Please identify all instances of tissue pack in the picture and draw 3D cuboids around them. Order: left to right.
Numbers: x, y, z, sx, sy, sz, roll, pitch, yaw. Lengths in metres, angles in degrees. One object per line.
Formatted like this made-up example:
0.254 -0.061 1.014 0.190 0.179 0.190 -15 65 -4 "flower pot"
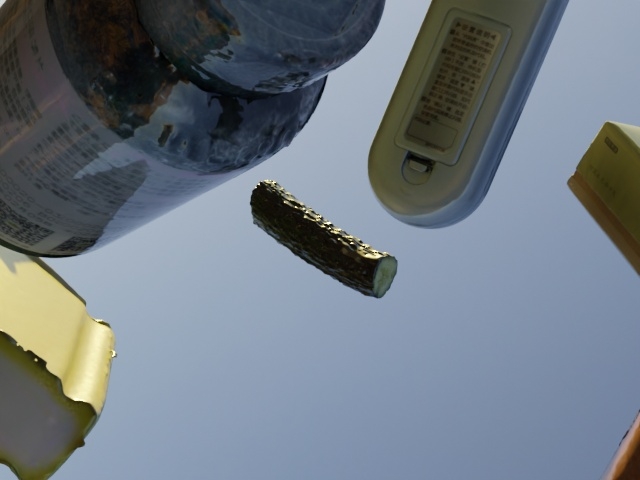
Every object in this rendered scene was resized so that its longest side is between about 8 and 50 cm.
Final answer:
0.437 -0.033 1.335 0.125 0.159 0.234 -66 -151 31 "tissue pack"

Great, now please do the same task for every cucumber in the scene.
0.000 0.000 1.172 0.187 0.058 0.058 34 -88 28 "cucumber"

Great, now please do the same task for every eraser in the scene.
-0.217 0.063 0.739 0.069 0.158 0.226 -49 -167 3 "eraser"

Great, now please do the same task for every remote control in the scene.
0.103 -0.124 0.731 0.087 0.047 0.244 23 -87 24 "remote control"

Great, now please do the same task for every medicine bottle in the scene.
-0.091 -0.085 0.544 0.293 0.141 0.141 -20 -134 55 "medicine bottle"

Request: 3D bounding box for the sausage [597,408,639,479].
0.143 0.058 0.369 0.078 0.078 0.304 -125 -136 -59 "sausage"
